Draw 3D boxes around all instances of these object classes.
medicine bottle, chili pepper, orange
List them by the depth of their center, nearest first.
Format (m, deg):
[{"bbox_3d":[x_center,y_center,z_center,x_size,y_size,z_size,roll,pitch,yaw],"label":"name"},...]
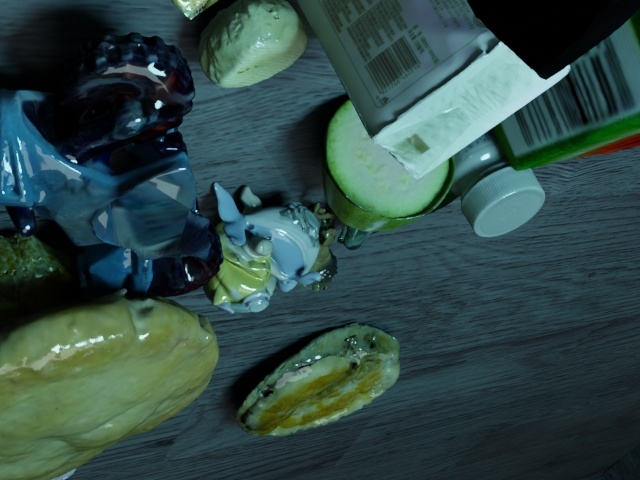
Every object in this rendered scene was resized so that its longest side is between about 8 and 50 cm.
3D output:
[{"bbox_3d":[-0.361,0.062,1.136,0.156,0.134,0.157,-8,104,-33],"label":"orange"},{"bbox_3d":[0.207,-0.099,1.259,0.105,0.168,0.105,-18,150,-11],"label":"medicine bottle"},{"bbox_3d":[0.112,-0.057,1.362,0.216,0.062,0.108,-21,142,-20],"label":"chili pepper"}]

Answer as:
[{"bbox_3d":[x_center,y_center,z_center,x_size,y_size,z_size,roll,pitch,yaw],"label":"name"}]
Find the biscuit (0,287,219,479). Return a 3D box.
[{"bbox_3d":[-0.324,0.201,1.143,0.446,0.104,0.429,-25,156,5],"label":"biscuit"}]

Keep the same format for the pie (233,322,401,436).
[{"bbox_3d":[-0.004,0.261,1.772,0.339,0.077,0.339,-23,152,-13],"label":"pie"}]

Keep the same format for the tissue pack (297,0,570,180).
[{"bbox_3d":[0.099,-0.210,0.941,0.185,0.225,0.124,-34,150,16],"label":"tissue pack"}]

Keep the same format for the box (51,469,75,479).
[{"bbox_3d":[-0.472,0.255,1.365,0.190,0.112,0.370,-20,151,-11],"label":"box"}]

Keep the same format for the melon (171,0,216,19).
[{"bbox_3d":[-0.093,-0.285,0.837,0.160,0.079,0.128,-40,130,25],"label":"melon"}]

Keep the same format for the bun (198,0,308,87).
[{"bbox_3d":[-0.071,-0.204,0.980,0.115,0.069,0.115,-23,172,-4],"label":"bun"}]

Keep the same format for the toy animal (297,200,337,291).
[{"bbox_3d":[-0.013,0.008,1.372,0.086,0.069,0.220,-35,159,-20],"label":"toy animal"}]

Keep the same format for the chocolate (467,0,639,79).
[{"bbox_3d":[0.239,-0.359,0.688,0.331,0.384,0.384,-24,151,-6],"label":"chocolate"}]

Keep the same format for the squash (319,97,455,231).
[{"bbox_3d":[0.075,-0.087,1.200,0.170,0.170,0.123,-16,163,-16],"label":"squash"}]

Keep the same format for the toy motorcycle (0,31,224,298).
[{"bbox_3d":[-0.229,-0.051,1.015,0.232,0.172,0.416,-14,150,-8],"label":"toy motorcycle"}]

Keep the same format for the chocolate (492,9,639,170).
[{"bbox_3d":[0.400,-0.206,1.105,0.341,0.162,0.360,-12,177,-21],"label":"chocolate"}]

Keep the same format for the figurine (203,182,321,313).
[{"bbox_3d":[-0.086,0.014,1.269,0.183,0.128,0.208,-29,142,11],"label":"figurine"}]
